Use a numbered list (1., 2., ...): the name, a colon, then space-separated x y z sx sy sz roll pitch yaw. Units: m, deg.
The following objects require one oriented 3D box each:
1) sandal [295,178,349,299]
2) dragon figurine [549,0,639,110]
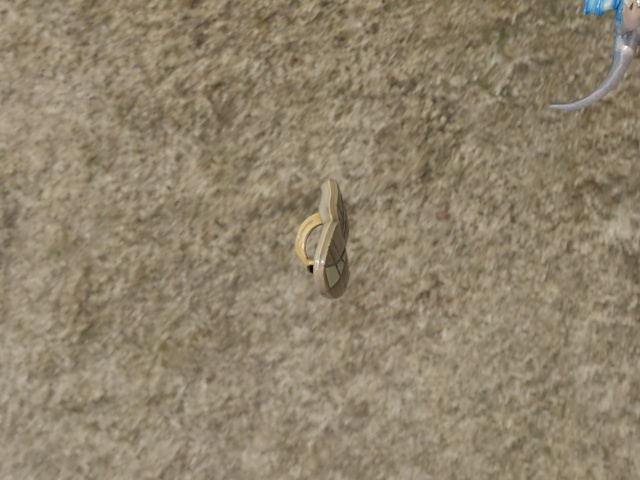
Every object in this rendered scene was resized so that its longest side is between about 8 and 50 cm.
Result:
1. sandal: 0.000 0.000 1.166 0.049 0.180 0.072 -10 122 8
2. dragon figurine: 0.338 -0.254 1.230 0.085 0.144 0.289 28 102 -15
